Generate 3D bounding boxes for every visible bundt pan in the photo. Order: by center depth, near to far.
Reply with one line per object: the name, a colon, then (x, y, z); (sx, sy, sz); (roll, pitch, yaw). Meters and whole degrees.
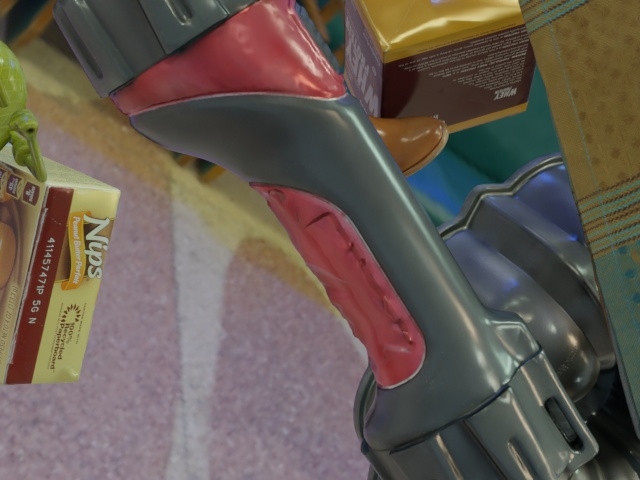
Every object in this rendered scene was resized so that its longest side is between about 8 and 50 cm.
bundt pan: (0.194, 0.107, 0.903); (0.331, 0.331, 0.124); (32, 3, -36)

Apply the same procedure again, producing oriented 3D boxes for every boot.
boot: (0.027, -0.126, 1.342); (0.152, 0.197, 0.073); (58, 21, -47)

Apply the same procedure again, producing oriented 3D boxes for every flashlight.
flashlight: (0.000, 0.000, 0.570); (0.103, 0.103, 0.304); (-38, 102, -36)

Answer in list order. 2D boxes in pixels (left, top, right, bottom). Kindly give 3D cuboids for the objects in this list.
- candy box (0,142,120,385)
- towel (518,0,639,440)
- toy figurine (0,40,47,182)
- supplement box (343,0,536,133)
candy box: (-0.330, -0.005, 1.174); (0.316, 0.183, 0.087); (22, 11, 40)
towel: (0.257, -0.088, 0.723); (0.040, 0.271, 0.370); (2, 70, -51)
toy figurine: (-0.237, -0.254, 0.957); (0.191, 0.217, 0.363); (19, -39, 47)
supplement box: (0.134, -0.224, 1.416); (0.194, 0.191, 0.129); (88, -17, -60)
